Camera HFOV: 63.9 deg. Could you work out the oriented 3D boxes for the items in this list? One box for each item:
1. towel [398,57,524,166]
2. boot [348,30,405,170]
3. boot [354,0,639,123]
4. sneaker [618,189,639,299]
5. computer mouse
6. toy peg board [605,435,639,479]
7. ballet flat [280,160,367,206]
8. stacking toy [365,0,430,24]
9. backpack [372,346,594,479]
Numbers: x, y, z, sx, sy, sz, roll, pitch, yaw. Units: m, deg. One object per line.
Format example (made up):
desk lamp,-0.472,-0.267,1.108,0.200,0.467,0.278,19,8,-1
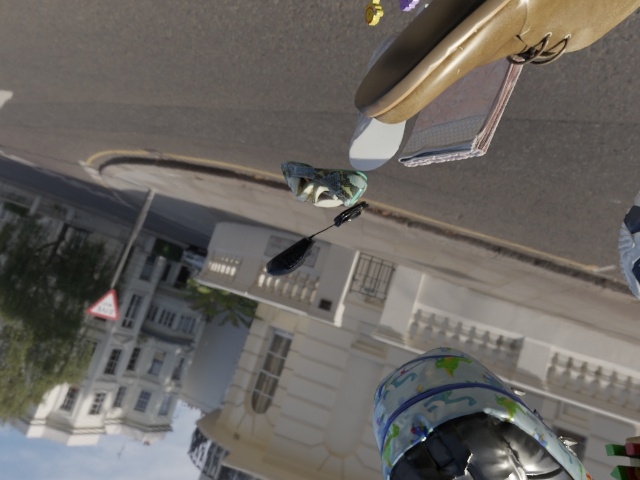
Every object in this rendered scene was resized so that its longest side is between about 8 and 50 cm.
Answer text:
towel,0.371,-0.356,1.394,0.053,0.317,0.331,31,168,-24
boot,0.118,-0.261,0.983,0.095,0.124,0.258,10,140,-15
boot,0.165,-0.178,0.413,0.115,0.305,0.112,51,178,-28
sneaker,0.403,-0.019,0.508,0.093,0.235,0.153,8,-160,-15
computer mouse,0.000,0.000,0.998,0.041,0.242,0.071,55,174,7
toy peg board,0.548,0.392,0.824,0.079,0.161,0.161,8,152,-12
ballet flat,-0.010,-0.089,0.828,0.070,0.070,0.188,26,172,-43
stacking toy,0.218,-0.559,1.138,0.166,0.052,0.221,-8,165,-26
backpack,0.227,0.336,0.778,0.355,0.290,0.273,43,-160,-35
